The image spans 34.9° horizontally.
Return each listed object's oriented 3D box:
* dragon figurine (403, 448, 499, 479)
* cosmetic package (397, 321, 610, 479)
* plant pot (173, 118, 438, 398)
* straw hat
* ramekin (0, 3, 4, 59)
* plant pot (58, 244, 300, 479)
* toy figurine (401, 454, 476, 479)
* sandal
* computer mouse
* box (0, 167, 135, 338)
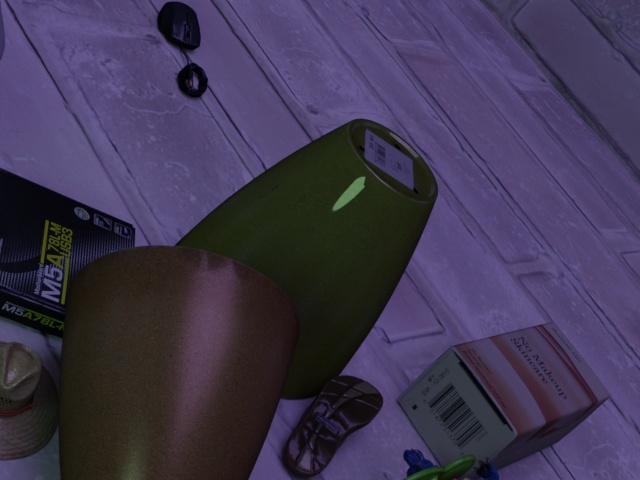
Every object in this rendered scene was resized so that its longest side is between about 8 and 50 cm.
[{"bbox_3d":[0.208,0.359,1.238,0.289,0.085,0.144,44,32,12],"label":"dragon figurine"},{"bbox_3d":[0.266,0.223,1.441,0.296,0.129,0.153,-6,53,-53],"label":"cosmetic package"},{"bbox_3d":[0.000,0.000,1.255,0.275,0.293,0.275,29,33,-21],"label":"plant pot"},{"bbox_3d":[-0.298,0.131,0.971,0.144,0.061,0.144,30,32,-21],"label":"straw hat"},{"bbox_3d":[-0.467,-0.236,1.062,0.277,0.135,0.277,-2,30,1],"label":"ramekin"},{"bbox_3d":[-0.149,0.177,0.960,0.237,0.237,0.254,27,48,-25],"label":"plant pot"},{"bbox_3d":[0.140,0.338,1.102,0.173,0.130,0.159,-20,61,-25],"label":"toy figurine"},{"bbox_3d":[0.009,0.225,1.229,0.072,0.049,0.180,40,44,7],"label":"sandal"},{"bbox_3d":[-0.219,-0.320,1.668,0.071,0.041,0.242,18,38,-36],"label":"computer mouse"},{"bbox_3d":[-0.298,0.021,1.131,0.184,0.045,0.190,28,32,-28],"label":"box"}]
